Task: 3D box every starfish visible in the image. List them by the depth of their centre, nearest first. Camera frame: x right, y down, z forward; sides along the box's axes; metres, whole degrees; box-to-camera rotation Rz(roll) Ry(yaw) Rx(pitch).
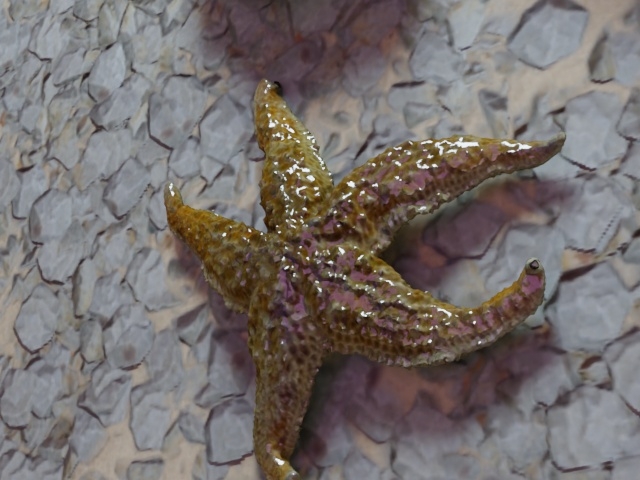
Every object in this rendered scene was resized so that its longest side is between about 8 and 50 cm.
[{"bbox_3d":[-0.003,-0.001,0.653,0.302,0.060,0.299,43,104,34],"label":"starfish"}]
